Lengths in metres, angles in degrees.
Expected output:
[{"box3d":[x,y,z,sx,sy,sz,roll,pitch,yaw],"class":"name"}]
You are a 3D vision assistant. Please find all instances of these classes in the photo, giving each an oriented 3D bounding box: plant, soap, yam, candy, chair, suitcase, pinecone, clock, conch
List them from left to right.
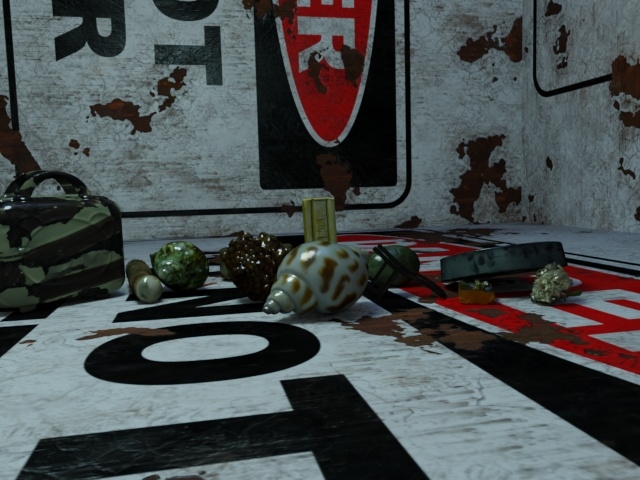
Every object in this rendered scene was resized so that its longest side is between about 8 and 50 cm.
[{"box3d":[-0.684,-0.009,1.446,0.194,0.339,0.351,3,8,40],"class":"suitcase"},{"box3d":[-0.488,0.107,1.557,0.081,0.081,0.356,-4,6,-23],"class":"yam"},{"box3d":[-0.392,0.073,1.542,0.187,0.124,0.181,1,-17,17],"class":"conch"},{"box3d":[-0.198,0.067,1.772,0.234,0.104,0.102,-4,1,-26],"class":"candy"},{"box3d":[-0.151,0.065,1.387,0.150,0.179,0.195,-34,-8,-18],"class":"pinecone"},{"box3d":[-0.003,0.089,1.226,0.274,0.183,0.149,-9,39,-16],"class":"conch"},{"box3d":[0.000,0.000,1.628,0.092,0.252,0.037,-5,2,-23],"class":"soap"},{"box3d":[0.198,0.111,1.411,0.212,0.101,0.084,37,15,9],"class":"chair"},{"box3d":[0.470,0.059,1.483,0.318,0.066,0.319,-7,-8,-1],"class":"clock"},{"box3d":[0.544,0.115,1.300,0.122,0.104,0.116,25,42,-2],"class":"plant"}]

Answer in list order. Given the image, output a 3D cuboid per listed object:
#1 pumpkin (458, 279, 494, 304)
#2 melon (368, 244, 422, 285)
[{"box3d":[0.363,0.118,1.321,0.083,0.054,0.074,4,10,8],"class":"pumpkin"},{"box3d":[0.202,0.069,1.567,0.167,0.114,0.114,-5,6,-11],"class":"melon"}]
